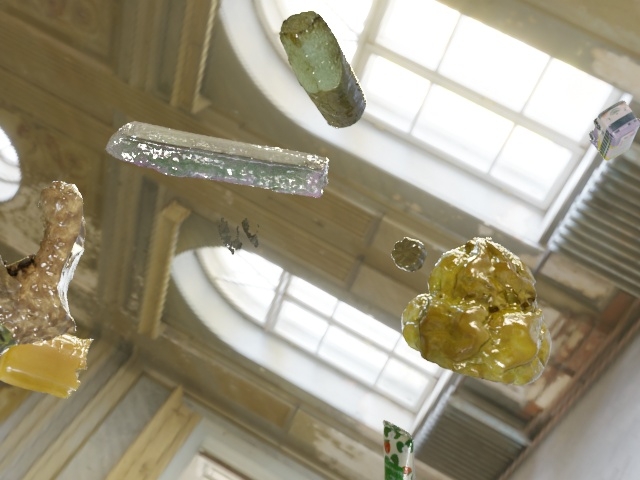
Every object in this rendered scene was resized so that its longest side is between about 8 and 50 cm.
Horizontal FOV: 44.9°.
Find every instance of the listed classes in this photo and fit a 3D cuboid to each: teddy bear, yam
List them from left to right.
[{"bbox_3d":[-0.494,0.059,1.228,0.246,0.222,0.296,133,139,-71],"label":"teddy bear"},{"bbox_3d":[0.009,-0.312,1.447,0.106,0.106,0.259,-60,-30,-10],"label":"yam"}]

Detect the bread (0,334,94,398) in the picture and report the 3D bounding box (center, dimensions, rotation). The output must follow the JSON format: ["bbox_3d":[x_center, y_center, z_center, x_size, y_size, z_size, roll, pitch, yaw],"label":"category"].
[{"bbox_3d":[-0.565,0.238,1.575,0.085,0.173,0.134,-36,39,57],"label":"bread"}]

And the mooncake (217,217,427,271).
[{"bbox_3d":[0.002,0.006,1.321,0.057,0.346,0.150,67,-165,-64],"label":"mooncake"}]

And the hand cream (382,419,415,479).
[{"bbox_3d":[0.150,0.480,1.464,0.095,0.059,0.276,12,108,59],"label":"hand cream"}]

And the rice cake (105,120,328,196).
[{"bbox_3d":[-0.094,-0.077,0.715,0.047,0.206,0.036,-81,0,-69],"label":"rice cake"}]

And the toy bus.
[{"bbox_3d":[0.454,-0.168,1.198,0.052,0.058,0.102,-31,-19,2],"label":"toy bus"}]

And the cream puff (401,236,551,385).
[{"bbox_3d":[0.330,0.130,1.574,0.324,0.291,0.257,0,-76,-57],"label":"cream puff"}]
